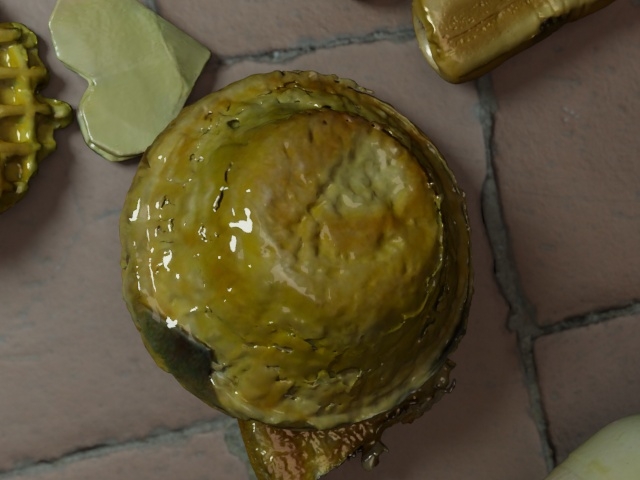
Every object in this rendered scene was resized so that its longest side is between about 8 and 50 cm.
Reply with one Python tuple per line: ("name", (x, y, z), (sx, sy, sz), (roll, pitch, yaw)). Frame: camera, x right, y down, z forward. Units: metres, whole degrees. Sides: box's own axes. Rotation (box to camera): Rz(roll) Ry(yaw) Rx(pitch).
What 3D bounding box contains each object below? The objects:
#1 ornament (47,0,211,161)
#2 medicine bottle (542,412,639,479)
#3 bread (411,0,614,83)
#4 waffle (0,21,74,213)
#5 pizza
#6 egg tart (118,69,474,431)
("ornament", (-0.214, -0.206, 0.994), (0.180, 0.059, 0.201), (-19, 96, -18))
("medicine bottle", (0.403, 0.368, 1.076), (0.406, 0.235, 0.236), (-39, 101, -7))
("bread", (0.253, -0.317, 1.074), (0.305, 0.091, 0.142), (-30, 93, -10))
("waffle", (-0.435, -0.159, 0.899), (0.312, 0.060, 0.307), (52, 58, -12))
("pizza", (0.034, 0.198, 1.067), (0.296, 0.071, 0.189), (-29, 82, -14))
("egg tart", (0.000, 0.000, 0.950), (0.442, 0.178, 0.444), (4, 77, -18))
